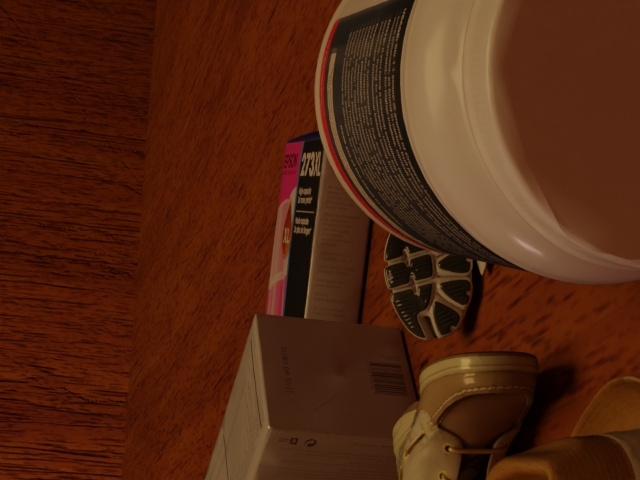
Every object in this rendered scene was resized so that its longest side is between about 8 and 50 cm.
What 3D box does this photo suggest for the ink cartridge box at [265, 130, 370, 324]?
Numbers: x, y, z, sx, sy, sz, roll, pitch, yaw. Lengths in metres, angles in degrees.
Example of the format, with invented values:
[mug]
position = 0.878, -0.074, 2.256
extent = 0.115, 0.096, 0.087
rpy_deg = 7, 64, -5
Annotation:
[ink cartridge box]
position = 0.000, 0.000, 1.396
extent = 0.176, 0.069, 0.371
rpy_deg = -173, 92, -76

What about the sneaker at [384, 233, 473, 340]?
[sneaker]
position = 0.088, -0.003, 1.065
extent = 0.071, 0.068, 0.170
rpy_deg = 41, -140, -60

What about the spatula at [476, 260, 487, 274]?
[spatula]
position = 0.123, -0.112, 1.050
extent = 0.242, 0.019, 0.168
rpy_deg = -100, 16, -51

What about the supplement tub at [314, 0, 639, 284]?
[supplement tub]
position = 0.115, -0.078, 0.694
extent = 0.272, 0.191, 0.191
rpy_deg = -164, 81, -76

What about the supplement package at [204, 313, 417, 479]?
[supplement package]
position = -0.015, 0.202, 1.199
extent = 0.139, 0.134, 0.244
rpy_deg = -100, 22, -49

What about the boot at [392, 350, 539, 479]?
[boot]
position = 0.095, 0.173, 0.896
extent = 0.213, 0.077, 0.165
rpy_deg = 113, 160, -62

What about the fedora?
[fedora]
position = 0.133, 0.163, 0.739
extent = 0.194, 0.079, 0.194
rpy_deg = -173, 90, -75
